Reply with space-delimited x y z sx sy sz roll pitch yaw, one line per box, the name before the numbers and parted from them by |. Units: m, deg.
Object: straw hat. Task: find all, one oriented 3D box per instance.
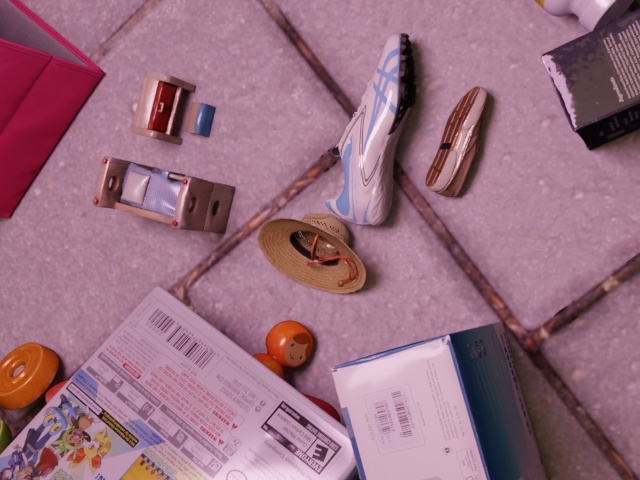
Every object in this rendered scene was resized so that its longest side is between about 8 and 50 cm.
straw hat | 0.000 0.000 1.188 0.144 0.144 0.061 15 55 20

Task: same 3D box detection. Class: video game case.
video game case | -0.162 0.246 1.039 0.329 0.036 0.300 34 73 26

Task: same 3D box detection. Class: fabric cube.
fabric cube | -0.504 -0.211 1.280 0.254 0.259 0.258 41 101 16

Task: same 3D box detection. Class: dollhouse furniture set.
dollhouse furniture set | -0.186 -0.115 1.227 0.129 0.129 0.183 14 93 20

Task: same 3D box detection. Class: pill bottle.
pill bottle | 0.267 -0.319 1.084 0.103 0.103 0.184 -45 74 13

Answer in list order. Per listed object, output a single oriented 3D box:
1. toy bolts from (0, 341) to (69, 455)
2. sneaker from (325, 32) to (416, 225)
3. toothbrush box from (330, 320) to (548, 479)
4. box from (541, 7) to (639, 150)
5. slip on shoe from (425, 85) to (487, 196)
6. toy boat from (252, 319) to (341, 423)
toy bolts | -0.350 0.261 1.300 0.228 0.158 0.218 -10 44 29
sneaker | 0.061 -0.137 1.162 0.086 0.085 0.237 13 91 16
toothbrush box | 0.140 0.207 1.009 0.126 0.295 0.216 -18 83 20
box | 0.334 -0.176 1.025 0.158 0.156 0.093 -24 79 18
slip on shoe | 0.171 -0.116 1.146 0.041 0.051 0.135 23 88 -20
toy boat | -0.066 0.162 1.185 0.231 0.151 0.151 36 71 18
